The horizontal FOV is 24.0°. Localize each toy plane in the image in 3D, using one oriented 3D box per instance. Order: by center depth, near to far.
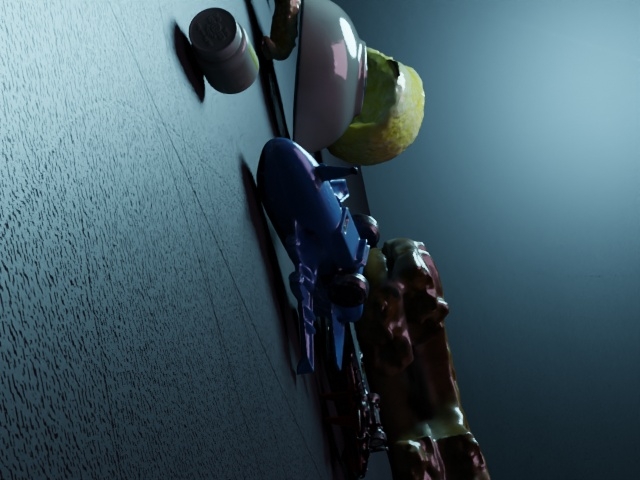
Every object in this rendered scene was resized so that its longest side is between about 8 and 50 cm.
[{"bbox_3d":[0.000,0.000,1.511,0.271,0.105,0.254,79,17,-46],"label":"toy plane"},{"bbox_3d":[0.046,0.220,1.695,0.189,0.061,0.130,72,7,-53],"label":"toy plane"}]

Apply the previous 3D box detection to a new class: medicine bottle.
[{"bbox_3d":[-0.079,-0.155,1.228,0.083,0.047,0.047,67,12,-71],"label":"medicine bottle"}]

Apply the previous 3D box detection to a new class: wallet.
[{"bbox_3d":[0.031,0.144,1.892,0.222,0.036,0.167,-98,174,-56],"label":"wallet"}]

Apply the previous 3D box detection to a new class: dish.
[{"bbox_3d":[0.012,-0.206,1.864,0.228,0.086,0.236,-92,-173,-72],"label":"dish"}]

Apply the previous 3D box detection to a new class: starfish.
[{"bbox_3d":[-0.058,-0.434,1.904,0.324,0.082,0.432,-154,-117,-84],"label":"starfish"}]

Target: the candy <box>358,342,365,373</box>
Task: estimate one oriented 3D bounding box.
[{"bbox_3d":[0.060,0.175,2.133,0.058,0.062,0.194,34,-15,10],"label":"candy"}]

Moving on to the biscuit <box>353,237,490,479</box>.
[{"bbox_3d":[0.114,0.169,1.809,0.268,0.115,0.366,-103,180,-76],"label":"biscuit"}]

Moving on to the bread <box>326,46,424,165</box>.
[{"bbox_3d":[0.067,-0.220,2.369,0.170,0.197,0.197,48,30,-67],"label":"bread"}]
